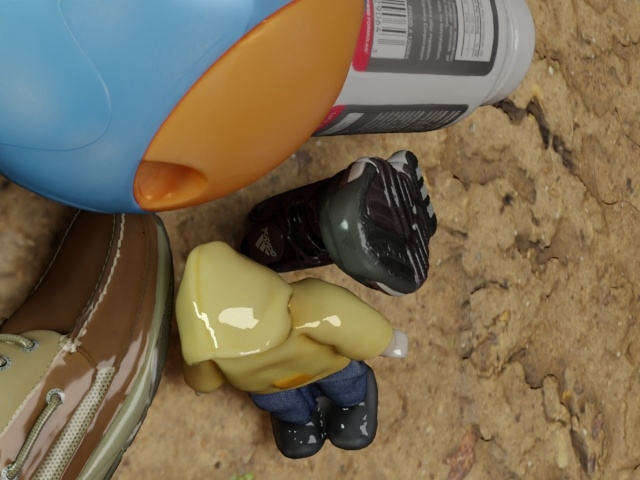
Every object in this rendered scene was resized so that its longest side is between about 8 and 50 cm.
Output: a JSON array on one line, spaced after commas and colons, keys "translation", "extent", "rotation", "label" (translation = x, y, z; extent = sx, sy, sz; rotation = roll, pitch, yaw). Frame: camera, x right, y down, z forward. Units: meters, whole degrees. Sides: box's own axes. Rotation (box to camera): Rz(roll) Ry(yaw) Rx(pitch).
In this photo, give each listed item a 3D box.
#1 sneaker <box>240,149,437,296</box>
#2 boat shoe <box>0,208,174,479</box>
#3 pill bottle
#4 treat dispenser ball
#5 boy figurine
[{"translation": [0.000, 0.000, 0.764], "extent": [0.281, 0.162, 0.106], "rotation": [-28, 102, -75], "label": "sneaker"}, {"translation": [-0.194, 0.113, 0.611], "extent": [0.120, 0.122, 0.324], "rotation": [30, 66, -38], "label": "boat shoe"}, {"translation": [0.054, -0.182, 0.839], "extent": [0.318, 0.176, 0.176], "rotation": [-9, 95, -46], "label": "pill bottle"}, {"translation": [-0.114, -0.159, 0.580], "extent": [0.288, 0.288, 0.288], "rotation": [2, 87, -46], "label": "treat dispenser ball"}, {"translation": [-0.024, 0.085, 0.711], "extent": [0.285, 0.177, 0.092], "rotation": [62, 21, -62], "label": "boy figurine"}]
